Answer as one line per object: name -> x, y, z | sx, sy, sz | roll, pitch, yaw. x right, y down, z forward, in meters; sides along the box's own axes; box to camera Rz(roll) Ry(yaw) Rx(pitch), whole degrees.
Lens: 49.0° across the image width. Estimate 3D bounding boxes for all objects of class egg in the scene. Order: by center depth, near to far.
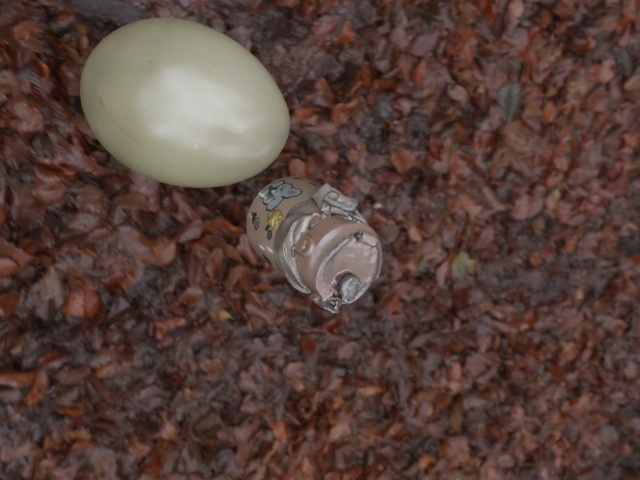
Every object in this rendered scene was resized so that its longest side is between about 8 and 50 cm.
egg -> -0.154, -0.154, 0.811 | 0.241, 0.186, 0.186 | 23, 96, -4

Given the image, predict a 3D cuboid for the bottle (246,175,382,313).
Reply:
bottle -> 0.001, 0.001, 0.619 | 0.098, 0.152, 0.099 | -8, 111, -23
